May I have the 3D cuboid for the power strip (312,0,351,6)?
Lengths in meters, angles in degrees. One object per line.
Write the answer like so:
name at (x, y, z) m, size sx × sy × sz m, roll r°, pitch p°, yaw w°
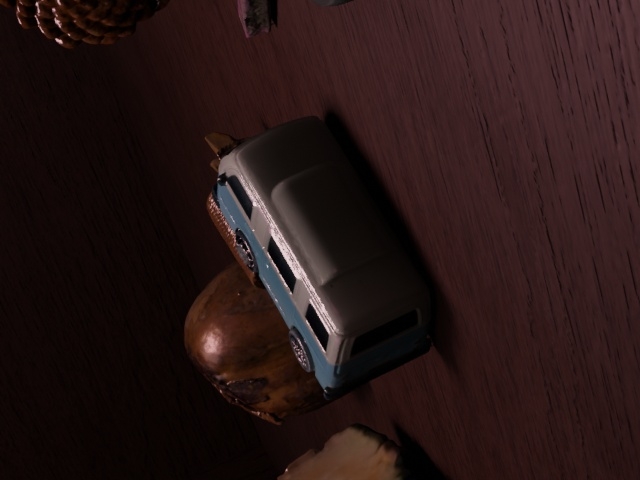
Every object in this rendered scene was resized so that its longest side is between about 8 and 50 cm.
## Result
power strip at (-0.007, -0.271, 1.052) m, size 0.167 × 0.054 × 0.253 m, roll 56°, pitch 167°, yaw 34°

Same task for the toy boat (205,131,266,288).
toy boat at (-0.063, -0.014, 1.818) m, size 0.310 × 0.115 × 0.089 m, roll 59°, pitch 169°, yaw 30°

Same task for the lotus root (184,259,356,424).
lotus root at (-0.078, 0.151, 2.045) m, size 0.272 × 0.192 × 0.272 m, roll 55°, pitch 173°, yaw 10°

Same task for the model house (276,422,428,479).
model house at (0.072, 0.529, 1.784) m, size 0.400 × 0.395 × 0.445 m, roll 57°, pitch 170°, yaw -20°

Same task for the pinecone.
pinecone at (-0.293, -0.379, 1.820) m, size 0.292 × 0.246 × 0.246 m, roll -95°, pitch -12°, yaw -57°

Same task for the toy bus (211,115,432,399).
toy bus at (0.000, 0.000, 1.465) m, size 0.271 × 0.133 × 0.165 m, roll 59°, pitch 164°, yaw 22°

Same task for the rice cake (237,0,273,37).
rice cake at (-0.069, -0.267, 1.456) m, size 0.207 × 0.036 × 0.047 m, roll 92°, pitch 157°, yaw -72°
